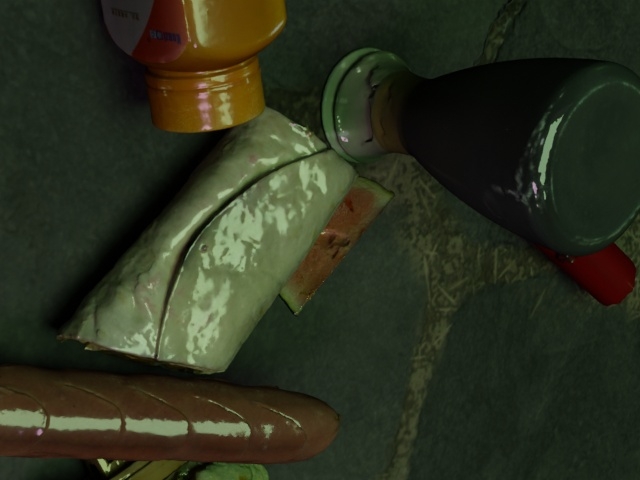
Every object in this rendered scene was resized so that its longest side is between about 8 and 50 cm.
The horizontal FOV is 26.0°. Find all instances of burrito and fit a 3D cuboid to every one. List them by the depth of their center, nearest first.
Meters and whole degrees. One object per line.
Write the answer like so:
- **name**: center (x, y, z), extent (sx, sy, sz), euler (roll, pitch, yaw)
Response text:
- **burrito**: center (-0.101, 0.014, 1.284), extent (0.143, 0.105, 0.299), euler (46, 72, -29)

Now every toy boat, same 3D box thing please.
- **toy boat**: center (-0.189, 0.205, 1.290), extent (0.206, 0.064, 0.072), euler (-34, 103, -33)

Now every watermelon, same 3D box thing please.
- **watermelon**: center (-0.003, 0.003, 1.390), extent (0.163, 0.087, 0.069), euler (-49, 159, -18)

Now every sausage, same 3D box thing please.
- **sausage**: center (-0.159, 0.158, 1.240), extent (0.433, 0.088, 0.088), euler (6, 98, -30)

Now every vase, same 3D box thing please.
- **vase**: center (0.146, -0.107, 1.316), extent (0.173, 0.321, 0.173), euler (-15, 114, -37)

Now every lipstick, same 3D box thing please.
- **lipstick**: center (0.282, -0.012, 1.631), extent (0.279, 0.073, 0.073), euler (37, 77, -41)

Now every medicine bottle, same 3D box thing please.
- **medicine bottle**: center (-0.111, -0.211, 1.177), extent (0.112, 0.149, 0.222), euler (-23, 117, -34)

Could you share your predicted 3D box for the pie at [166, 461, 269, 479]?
- **pie**: center (-0.130, 0.321, 1.348), extent (0.201, 0.090, 0.248), euler (23, 86, -49)
